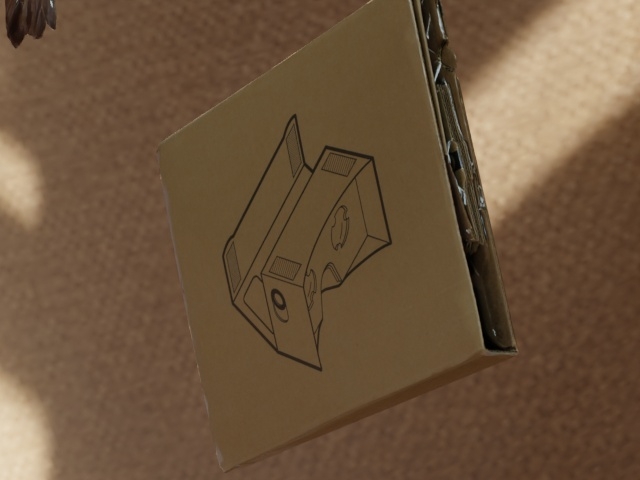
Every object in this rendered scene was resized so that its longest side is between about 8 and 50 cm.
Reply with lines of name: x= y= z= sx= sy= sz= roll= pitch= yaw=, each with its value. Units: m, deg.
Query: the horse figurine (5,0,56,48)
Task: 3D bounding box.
horse figurine: x=-0.063 y=-0.197 z=0.954 sx=0.066 sy=0.263 sz=0.174 roll=62 pitch=168 yaw=-26

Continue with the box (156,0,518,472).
box: x=0.000 y=0.000 z=0.851 sx=0.201 sy=0.021 sz=0.164 roll=-28 pitch=68 yaw=49
